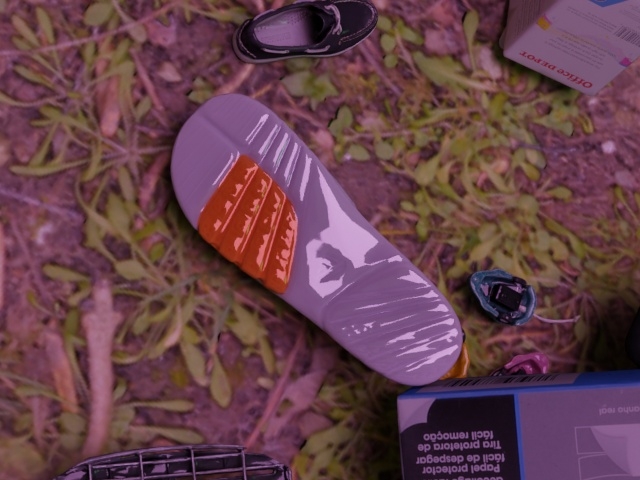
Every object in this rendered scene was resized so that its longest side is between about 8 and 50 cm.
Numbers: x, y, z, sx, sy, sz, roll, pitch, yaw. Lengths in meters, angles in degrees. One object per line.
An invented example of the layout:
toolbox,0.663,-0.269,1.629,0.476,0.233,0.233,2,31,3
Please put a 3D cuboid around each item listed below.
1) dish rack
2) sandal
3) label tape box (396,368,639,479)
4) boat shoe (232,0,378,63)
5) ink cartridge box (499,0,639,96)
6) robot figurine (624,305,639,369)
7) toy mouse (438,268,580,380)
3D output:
dish rack,-0.103,0.279,1.024,0.208,0.074,0.271,-1,81,-24
sandal,-0.007,0.008,1.101,0.102,0.076,0.265,-44,88,-3
label tape box,0.198,0.268,1.052,0.249,0.115,0.347,-5,87,16
boat shoe,-0.006,-0.167,1.150,0.125,0.038,0.046,-12,87,-24
ink cartridge box,0.217,-0.193,1.201,0.092,0.143,0.089,23,56,-18
robot figurine,0.349,0.108,1.182,0.209,0.173,0.278,26,69,16
toy mouse,0.141,0.081,1.177,0.143,0.031,0.161,-19,89,-24
